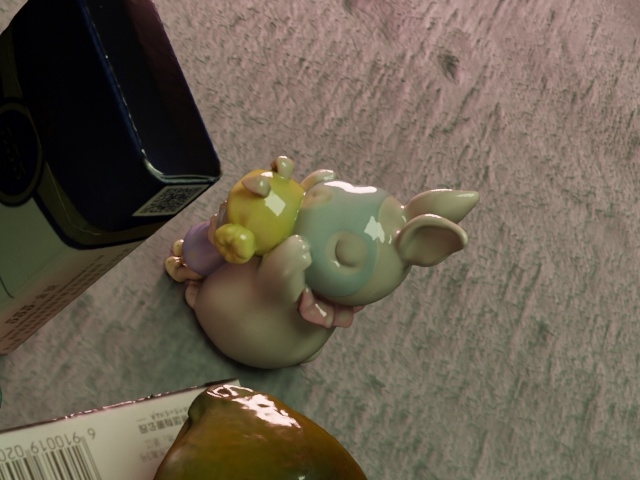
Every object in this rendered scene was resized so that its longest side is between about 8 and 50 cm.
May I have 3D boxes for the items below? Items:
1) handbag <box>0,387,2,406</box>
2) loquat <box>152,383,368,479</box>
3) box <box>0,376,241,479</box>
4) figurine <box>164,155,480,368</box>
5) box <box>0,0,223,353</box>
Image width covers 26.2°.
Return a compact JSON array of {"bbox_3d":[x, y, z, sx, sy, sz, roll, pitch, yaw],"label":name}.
[{"bbox_3d":[-0.301,-0.008,0.799,0.269,0.100,0.274,15,59,-66],"label":"handbag"},{"bbox_3d":[-0.035,0.178,0.818,0.152,0.152,0.195,2,73,-42],"label":"loquat"},{"bbox_3d":[-0.138,0.213,0.887,0.260,0.111,0.194,-5,67,-48],"label":"box"},{"bbox_3d":[0.000,0.000,1.073,0.155,0.235,0.127,47,40,-6],"label":"figurine"},{"bbox_3d":[-0.187,-0.048,0.915,0.071,0.259,0.168,-3,63,-47],"label":"box"}]
